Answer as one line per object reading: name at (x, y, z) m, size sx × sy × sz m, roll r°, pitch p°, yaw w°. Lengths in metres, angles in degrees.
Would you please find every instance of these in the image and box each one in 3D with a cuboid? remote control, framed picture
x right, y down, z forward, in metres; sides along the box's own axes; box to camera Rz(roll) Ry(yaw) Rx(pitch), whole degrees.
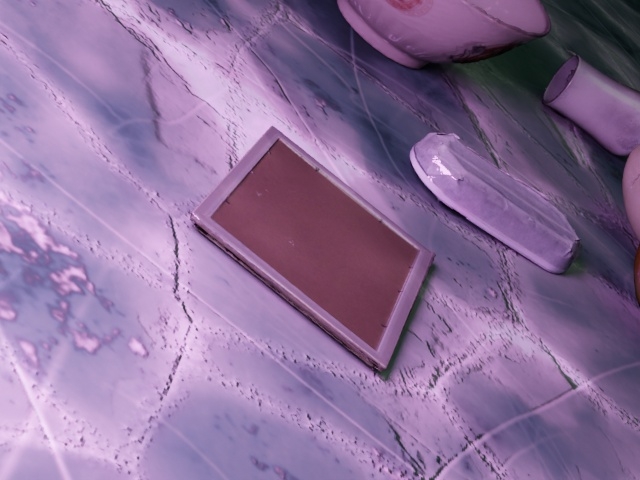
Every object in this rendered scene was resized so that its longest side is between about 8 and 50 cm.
remote control at (0.204, -0.043, 1.630) m, size 0.247 × 0.052 × 0.104 m, roll 30°, pitch 28°, yaw -27°
framed picture at (0.000, 0.000, 1.310) m, size 0.217 × 0.017 × 0.274 m, roll 40°, pitch 25°, yaw -1°

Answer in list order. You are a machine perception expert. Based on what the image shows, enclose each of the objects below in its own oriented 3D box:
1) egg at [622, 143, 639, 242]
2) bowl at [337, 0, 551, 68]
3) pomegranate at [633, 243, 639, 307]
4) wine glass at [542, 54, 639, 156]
egg at (0.510, -0.037, 1.885) m, size 0.253 × 0.186 × 0.186 m, roll 41°, pitch 25°, yaw 6°
bowl at (0.126, -0.329, 1.866) m, size 0.337 × 0.157 × 0.337 m, roll 32°, pitch 27°, yaw -18°
pomegranate at (0.520, 0.064, 1.679) m, size 0.306 × 0.242 × 0.242 m, roll 42°, pitch 25°, yaw -3°
wine glass at (0.451, -0.183, 2.149) m, size 0.231 × 0.103 × 0.103 m, roll 31°, pitch 26°, yaw -12°
